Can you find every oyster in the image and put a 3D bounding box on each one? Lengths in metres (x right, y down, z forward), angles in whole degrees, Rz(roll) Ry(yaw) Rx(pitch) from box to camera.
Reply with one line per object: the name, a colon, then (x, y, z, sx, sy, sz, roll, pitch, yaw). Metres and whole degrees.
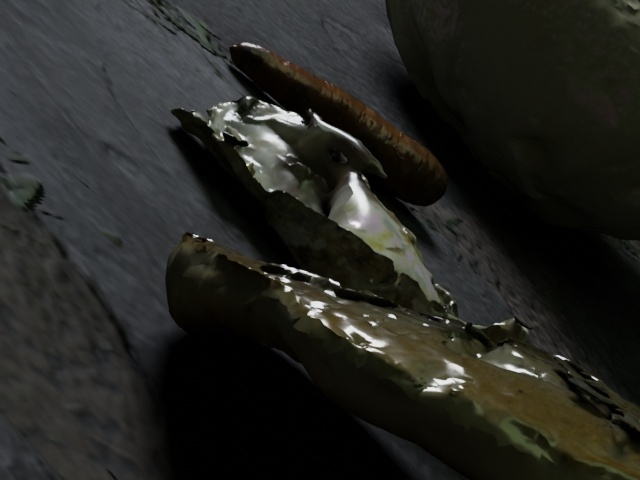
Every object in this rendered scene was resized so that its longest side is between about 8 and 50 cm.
oyster: (0.001, -0.003, 0.834, 0.106, 0.061, 0.200, -2, 45, -45)

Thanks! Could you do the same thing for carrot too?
carrot: (0.012, -0.071, 1.019, 0.165, 0.036, 0.036, 36, 19, -24)

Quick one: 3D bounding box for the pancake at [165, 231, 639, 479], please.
pancake: (0.072, 0.063, 0.635, 0.282, 0.049, 0.282, 23, -3, 1)

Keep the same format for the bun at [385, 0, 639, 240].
bun: (0.206, -0.131, 1.307, 0.365, 0.219, 0.365, 25, 21, -10)
